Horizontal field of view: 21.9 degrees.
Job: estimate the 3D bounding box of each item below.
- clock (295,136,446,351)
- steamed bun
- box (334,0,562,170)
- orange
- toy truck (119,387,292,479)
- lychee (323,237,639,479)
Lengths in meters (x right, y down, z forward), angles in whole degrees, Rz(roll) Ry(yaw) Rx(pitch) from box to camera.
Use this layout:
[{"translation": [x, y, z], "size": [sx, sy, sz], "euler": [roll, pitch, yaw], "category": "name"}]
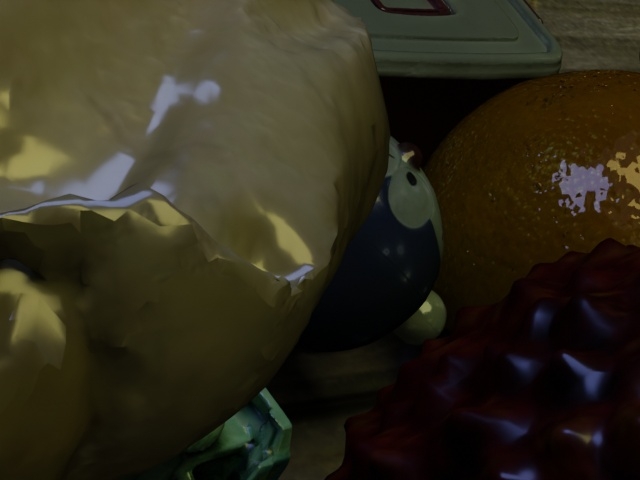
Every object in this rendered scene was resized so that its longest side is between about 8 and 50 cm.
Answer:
[{"translation": [0.000, 0.000, 1.082], "size": [0.199, 0.146, 0.243], "euler": [41, -7, 2], "category": "clock"}, {"translation": [-0.154, -0.056, 0.509], "size": [0.372, 0.230, 0.325], "euler": [47, 36, 16], "category": "steamed bun"}, {"translation": [0.027, -0.147, 1.339], "size": [0.294, 0.167, 0.193], "euler": [-5, 48, -41], "category": "box"}, {"translation": [0.194, 0.005, 1.203], "size": [0.274, 0.274, 0.274], "euler": [21, 37, -17], "category": "orange"}, {"translation": [-0.138, 0.065, 0.973], "size": [0.279, 0.155, 0.156], "euler": [49, 30, 21], "category": "toy truck"}, {"translation": [0.192, 0.203, 0.860], "size": [0.425, 0.424, 0.500], "euler": [32, -8, -2], "category": "lychee"}]
